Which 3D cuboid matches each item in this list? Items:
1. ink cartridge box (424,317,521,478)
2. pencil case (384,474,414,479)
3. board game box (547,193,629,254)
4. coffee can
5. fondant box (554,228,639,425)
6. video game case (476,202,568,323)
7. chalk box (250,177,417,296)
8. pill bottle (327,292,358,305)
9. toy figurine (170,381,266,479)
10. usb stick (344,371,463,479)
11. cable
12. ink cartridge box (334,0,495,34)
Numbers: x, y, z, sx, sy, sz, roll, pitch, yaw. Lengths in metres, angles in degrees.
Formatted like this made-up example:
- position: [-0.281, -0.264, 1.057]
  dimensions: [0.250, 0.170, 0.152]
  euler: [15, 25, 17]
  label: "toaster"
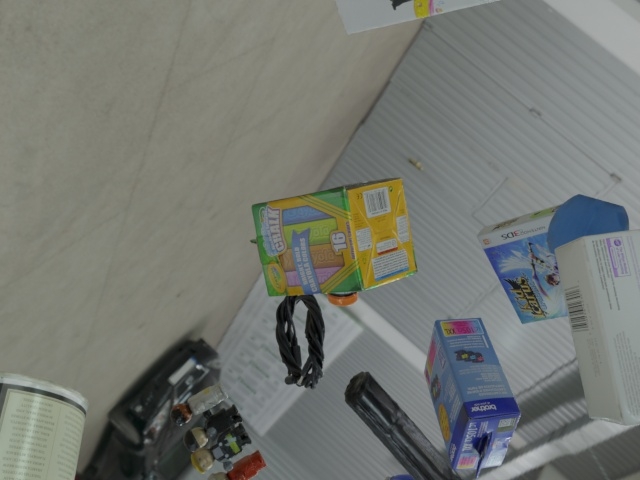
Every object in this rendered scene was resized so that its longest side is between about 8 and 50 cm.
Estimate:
- position: [0.419, 0.448, 1.763]
  dimensions: [0.395, 0.151, 0.270]
  euler: [-103, -170, -48]
  label: "ink cartridge box"
- position: [0.114, 0.577, 1.367]
  dimensions: [0.306, 0.133, 0.119]
  euler: [12, 116, -44]
  label: "pencil case"
- position: [0.540, -0.015, 1.268]
  dimensions: [0.033, 0.168, 0.133]
  euler: [18, 96, -38]
  label: "board game box"
- position: [-0.379, 0.305, 0.690]
  dimensions: [0.201, 0.201, 0.275]
  euler: [123, -28, -54]
  label: "coffee can"
- position: [0.506, 0.098, 0.837]
  dimensions: [0.330, 0.238, 0.096]
  euler: [-7, 169, -3]
  label: "fondant box"
- position: [0.548, 0.062, 1.538]
  dimensions: [0.244, 0.270, 0.061]
  euler: [-20, -166, 45]
  label: "video game case"
- position: [0.000, 0.000, 0.855]
  dimensions: [0.213, 0.132, 0.132]
  euler: [-8, -176, 42]
  label: "chalk box"
- position: [0.056, 0.054, 1.711]
  dimensions: [0.130, 0.130, 0.246]
  euler: [-42, 137, -51]
  label: "pill bottle"
- position: [-0.239, 0.451, 1.435]
  dimensions: [0.148, 0.213, 0.210]
  euler: [-29, 141, -12]
  label: "toy figurine"
- position: [0.139, 0.318, 0.979]
  dimensions: [0.045, 0.278, 0.077]
  euler: [-38, -173, 23]
  label: "usb stick"
- position: [-0.036, 0.171, 1.134]
  dimensions: [0.150, 0.047, 0.185]
  euler: [169, -77, -65]
  label: "cable"
- position: [0.189, -0.393, 0.832]
  dimensions: [0.306, 0.131, 0.226]
  euler: [0, -145, 39]
  label: "ink cartridge box"
